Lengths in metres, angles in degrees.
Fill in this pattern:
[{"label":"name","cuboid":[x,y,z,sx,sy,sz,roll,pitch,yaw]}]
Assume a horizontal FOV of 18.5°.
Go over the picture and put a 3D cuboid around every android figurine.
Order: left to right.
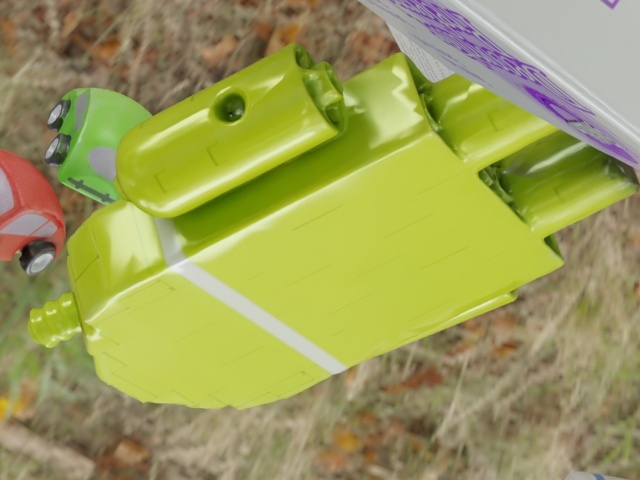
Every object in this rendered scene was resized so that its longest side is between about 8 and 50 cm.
[{"label":"android figurine","cuboid":[0.000,0.000,0.882,0.272,0.056,0.248,-26,151,18]}]

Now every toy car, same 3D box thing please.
[{"label":"toy car","cuboid":[-0.127,-0.032,1.164,0.239,0.225,0.053,27,119,-24]}]

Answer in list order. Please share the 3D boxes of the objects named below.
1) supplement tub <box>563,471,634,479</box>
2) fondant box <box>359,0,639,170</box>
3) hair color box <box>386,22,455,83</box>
[{"label":"supplement tub","cuboid":[0.189,0.174,1.126,0.107,0.071,0.071,9,117,-8]},{"label":"fondant box","cuboid":[-0.017,-0.153,0.567,0.330,0.238,0.096,33,94,-22]},{"label":"hair color box","cuboid":[0.180,-0.194,1.456,0.174,0.105,0.347,62,154,7]}]
